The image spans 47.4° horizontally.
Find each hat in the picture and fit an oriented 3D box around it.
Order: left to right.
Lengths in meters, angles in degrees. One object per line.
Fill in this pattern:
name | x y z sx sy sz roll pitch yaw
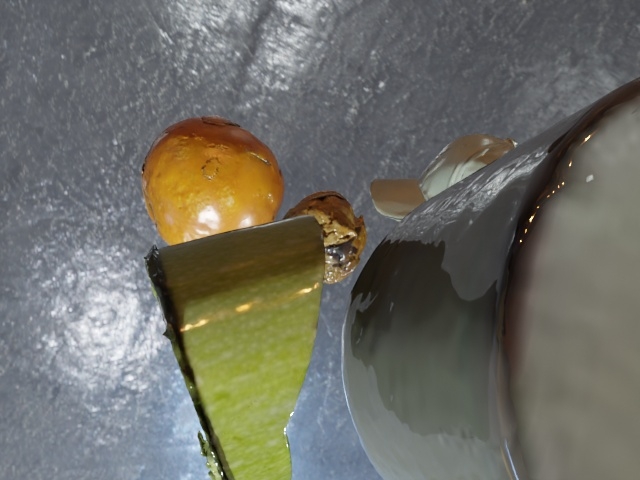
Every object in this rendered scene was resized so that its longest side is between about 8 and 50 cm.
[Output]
hat | 0.254 -0.136 1.507 0.258 0.302 0.167 -25 115 -64

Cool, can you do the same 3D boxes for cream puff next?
cream puff | 0.000 0.000 0.969 0.133 0.104 0.119 -6 131 -32

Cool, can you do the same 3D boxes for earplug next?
earplug | 0.174 0.084 0.525 0.313 0.394 0.312 2 81 -16

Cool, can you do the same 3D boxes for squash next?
squash | -0.056 0.097 0.581 0.133 0.220 0.220 -11 129 -14

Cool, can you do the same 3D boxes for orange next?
orange | -0.185 -0.095 1.253 0.246 0.246 0.246 -13 130 -17
